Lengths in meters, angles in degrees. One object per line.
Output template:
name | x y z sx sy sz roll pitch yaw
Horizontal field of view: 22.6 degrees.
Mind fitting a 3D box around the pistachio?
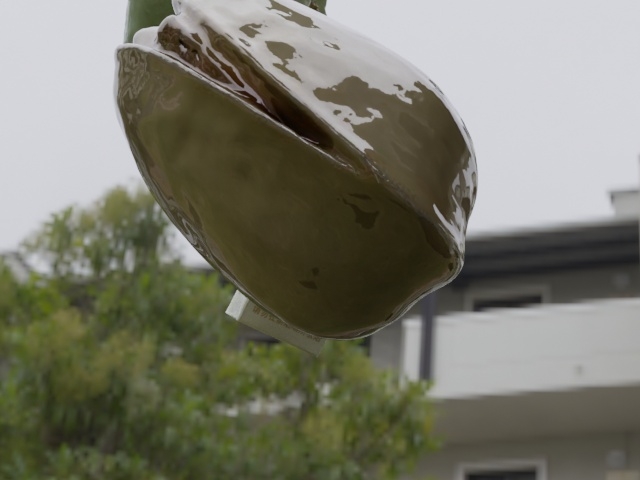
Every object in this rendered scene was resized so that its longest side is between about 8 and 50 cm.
pistachio | -0.010 -0.032 0.585 0.149 0.113 0.113 36 -34 4

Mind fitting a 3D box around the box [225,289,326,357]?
box | 0.000 0.000 1.240 0.090 0.167 0.024 28 -1 -39

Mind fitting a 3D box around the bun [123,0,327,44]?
bun | -0.084 -0.256 1.639 0.187 0.293 0.293 8 -31 6
